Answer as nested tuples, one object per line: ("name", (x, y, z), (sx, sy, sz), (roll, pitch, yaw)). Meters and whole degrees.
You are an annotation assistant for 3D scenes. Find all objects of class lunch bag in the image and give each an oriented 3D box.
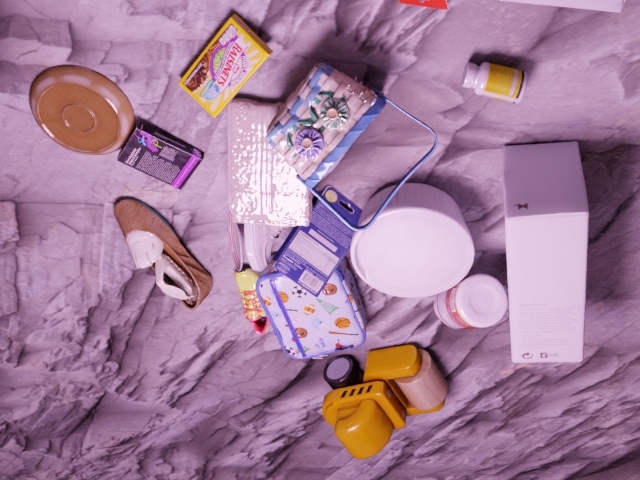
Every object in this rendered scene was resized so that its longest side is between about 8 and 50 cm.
("lunch bag", (-0.024, 0.164, 2.120), (0.243, 0.115, 0.303), (-12, 124, 12))

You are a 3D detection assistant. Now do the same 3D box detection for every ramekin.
("ramekin", (0.202, -0.009, 1.904), (0.272, 0.127, 0.273), (2, 133, 2))

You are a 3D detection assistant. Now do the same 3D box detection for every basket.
("basket", (0.049, -0.189, 1.685), (0.289, 0.201, 0.255), (35, 104, -12))

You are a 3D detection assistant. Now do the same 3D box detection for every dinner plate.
("dinner plate", (-0.195, 0.001, 2.001), (0.017, 0.141, 0.141), (-10, 137, -15))

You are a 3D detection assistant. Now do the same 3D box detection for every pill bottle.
("pill bottle", (0.340, 0.146, 1.991), (0.121, 0.121, 0.216), (18, 170, -8))
("pill bottle", (0.333, -0.306, 1.643), (0.116, 0.065, 0.065), (12, 135, -2))

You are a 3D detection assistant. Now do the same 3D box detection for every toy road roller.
("toy road roller", (0.163, 0.441, 2.283), (0.329, 0.241, 0.202), (-16, 130, 24))

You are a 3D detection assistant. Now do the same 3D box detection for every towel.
("towel", (-0.106, -0.163, 1.831), (0.187, 0.049, 0.282), (5, 115, 4))

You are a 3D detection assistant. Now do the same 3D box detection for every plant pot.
("plant pot", (-0.522, -0.272, 1.861), (0.236, 0.032, 0.236), (6, 135, 6))

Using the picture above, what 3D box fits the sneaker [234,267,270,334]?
("sneaker", (-0.165, 0.156, 2.169), (0.081, 0.094, 0.208), (-8, 131, 18))

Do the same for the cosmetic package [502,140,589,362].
("cosmetic package", (0.480, 0.036, 1.838), (0.161, 0.230, 0.453), (-3, 134, 13))

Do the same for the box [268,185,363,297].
("box", (0.000, 0.000, 1.950), (0.136, 0.036, 0.225), (37, 84, -23))

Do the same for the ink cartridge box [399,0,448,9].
("ink cartridge box", (0.132, -0.469, 1.479), (0.145, 0.045, 0.179), (29, 156, 52))

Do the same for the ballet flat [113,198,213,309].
("ballet flat", (-0.387, 0.049, 2.085), (0.116, 0.124, 0.342), (-17, 128, 25))

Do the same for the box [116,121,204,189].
("box", (-0.356, -0.187, 1.906), (0.162, 0.029, 0.116), (24, 134, -23))

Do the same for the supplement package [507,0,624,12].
("supplement package", (0.406, -0.522, 1.362), (0.204, 0.145, 0.262), (7, 134, 4))

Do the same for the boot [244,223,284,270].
("boot", (-0.107, -0.033, 1.968), (0.123, 0.095, 0.258), (2, 129, 8))

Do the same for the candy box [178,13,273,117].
("candy box", (-0.192, -0.346, 1.712), (0.105, 0.027, 0.206), (42, 129, -9))
